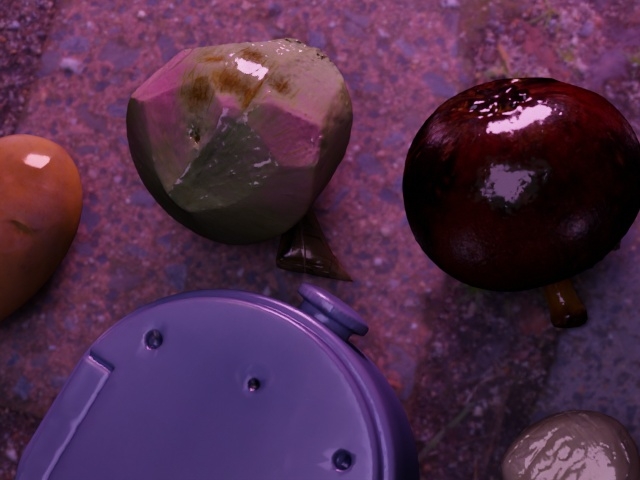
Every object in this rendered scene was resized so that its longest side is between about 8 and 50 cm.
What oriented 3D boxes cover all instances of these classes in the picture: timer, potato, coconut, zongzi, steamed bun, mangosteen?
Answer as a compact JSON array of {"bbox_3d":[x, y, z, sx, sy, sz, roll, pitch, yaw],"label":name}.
[{"bbox_3d":[-0.077,0.219,1.777,0.395,0.173,0.394,-4,76,17],"label":"timer"},{"bbox_3d":[-0.349,-0.008,1.941,0.150,0.146,0.234,33,87,-9],"label":"potato"},{"bbox_3d":[-0.088,-0.102,1.827,0.236,0.204,0.235,13,47,-14],"label":"coconut"},{"bbox_3d":[0.000,0.000,1.881,0.083,0.040,0.076,10,74,7],"label":"zongzi"},{"bbox_3d":[0.241,0.220,1.725,0.130,0.091,0.112,-30,69,7],"label":"steamed bun"},{"bbox_3d":[0.206,-0.028,1.753,0.236,0.235,0.261,-15,117,13],"label":"mangosteen"}]
